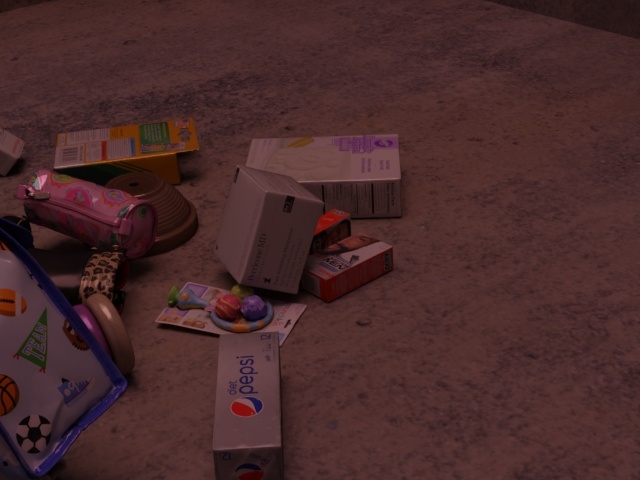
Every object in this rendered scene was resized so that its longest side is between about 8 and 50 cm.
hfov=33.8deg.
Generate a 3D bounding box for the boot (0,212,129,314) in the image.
[{"bbox_3d":[-0.494,0.051,1.919,0.284,0.138,0.377,4,14,-3],"label":"boot"}]

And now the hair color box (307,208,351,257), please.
[{"bbox_3d":[0.000,0.000,2.021,0.043,0.072,0.141,18,36,36],"label":"hair color box"}]

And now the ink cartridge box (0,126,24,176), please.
[{"bbox_3d":[-0.780,-0.228,2.462,0.150,0.063,0.109,33,20,-21],"label":"ink cartridge box"}]

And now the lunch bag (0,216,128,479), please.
[{"bbox_3d":[-0.500,0.129,1.394,0.328,0.385,0.239,-25,16,39],"label":"lunch bag"}]

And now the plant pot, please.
[{"bbox_3d":[-0.374,-0.067,2.149,0.237,0.109,0.237,-3,30,2],"label":"plant pot"}]

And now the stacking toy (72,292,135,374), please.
[{"bbox_3d":[-0.466,0.207,1.651,0.330,0.141,0.141,-24,34,-22],"label":"stacking toy"}]

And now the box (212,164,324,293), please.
[{"bbox_3d":[-0.099,-0.022,1.912,0.119,0.181,0.182,10,15,-25],"label":"box"}]

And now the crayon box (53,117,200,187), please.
[{"bbox_3d":[-0.440,-0.191,2.412,0.323,0.083,0.203,-8,29,-7],"label":"crayon box"}]

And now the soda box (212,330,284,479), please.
[{"bbox_3d":[-0.105,0.249,1.554,0.098,0.091,0.286,-3,29,-2],"label":"soda box"}]

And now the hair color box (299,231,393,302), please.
[{"bbox_3d":[0.044,0.047,1.950,0.167,0.053,0.093,-24,34,-35],"label":"hair color box"}]

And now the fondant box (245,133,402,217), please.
[{"bbox_3d":[0.007,-0.138,2.250,0.330,0.096,0.238,-1,28,3],"label":"fondant box"}]

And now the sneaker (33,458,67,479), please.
[{"bbox_3d":[-0.410,0.345,1.450,0.075,0.057,0.161,1,26,18],"label":"sneaker"}]

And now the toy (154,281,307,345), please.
[{"bbox_3d":[-0.158,0.112,1.851,0.237,0.056,0.137,7,31,19],"label":"toy"}]

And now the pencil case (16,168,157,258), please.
[{"bbox_3d":[-0.449,-0.054,2.026,0.284,0.124,0.124,19,35,28],"label":"pencil case"}]
